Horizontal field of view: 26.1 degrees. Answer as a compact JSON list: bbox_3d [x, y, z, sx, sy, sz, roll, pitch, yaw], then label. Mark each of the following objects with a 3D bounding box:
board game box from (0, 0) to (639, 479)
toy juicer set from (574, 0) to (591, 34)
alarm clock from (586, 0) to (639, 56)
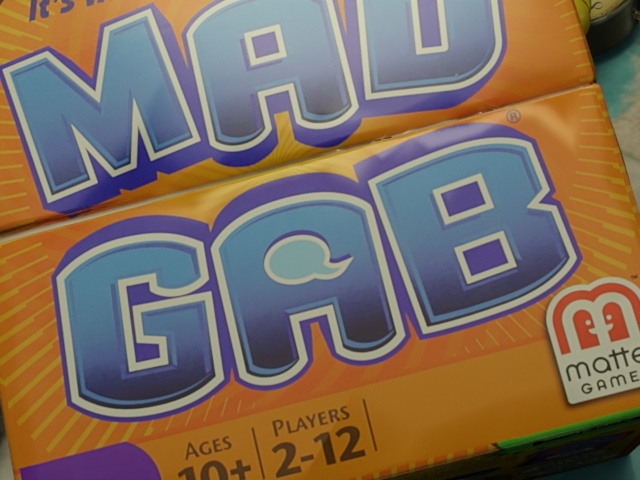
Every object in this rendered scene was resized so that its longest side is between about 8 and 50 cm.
[{"bbox_3d":[0.000,0.000,0.914,0.357,0.356,0.356,-15,75,3],"label":"board game box"},{"bbox_3d":[0.118,-0.204,1.179,0.209,0.089,0.329,-21,64,19],"label":"toy juicer set"},{"bbox_3d":[0.206,-0.221,1.243,0.192,0.064,0.129,-1,57,10],"label":"alarm clock"}]
